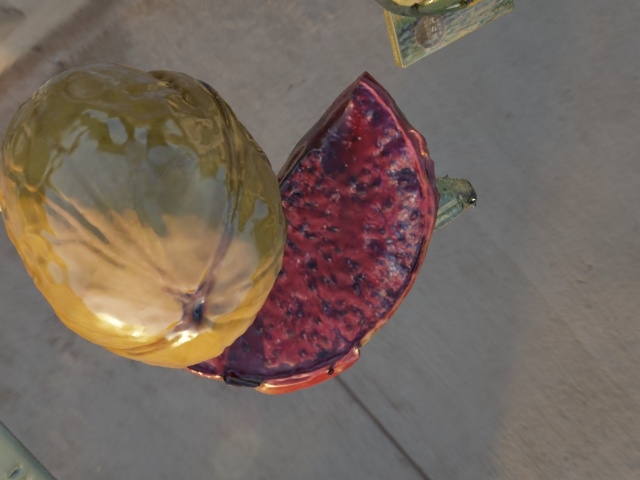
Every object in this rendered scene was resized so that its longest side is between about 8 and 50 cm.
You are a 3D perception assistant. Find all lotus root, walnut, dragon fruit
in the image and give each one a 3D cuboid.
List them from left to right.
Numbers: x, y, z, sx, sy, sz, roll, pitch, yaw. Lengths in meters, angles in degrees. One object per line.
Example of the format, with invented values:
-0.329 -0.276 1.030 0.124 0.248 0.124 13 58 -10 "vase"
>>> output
-0.094 -0.021 0.626 0.144 0.180 0.144 -9 125 -13 "walnut"
0.000 0.000 0.977 0.134 0.211 0.262 35 99 -12 "dragon fruit"
0.142 -0.054 1.713 0.144 0.143 0.070 -24 102 -11 "lotus root"

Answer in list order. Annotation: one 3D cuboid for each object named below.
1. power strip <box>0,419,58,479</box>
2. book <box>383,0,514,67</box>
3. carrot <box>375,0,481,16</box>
-0.321 0.260 1.069 0.059 0.265 0.193 15 58 33 "power strip"
0.124 -0.316 1.300 0.160 0.024 0.228 -30 128 -18 "book"
0.050 -0.313 0.915 0.139 0.138 0.301 -23 79 -4 "carrot"
